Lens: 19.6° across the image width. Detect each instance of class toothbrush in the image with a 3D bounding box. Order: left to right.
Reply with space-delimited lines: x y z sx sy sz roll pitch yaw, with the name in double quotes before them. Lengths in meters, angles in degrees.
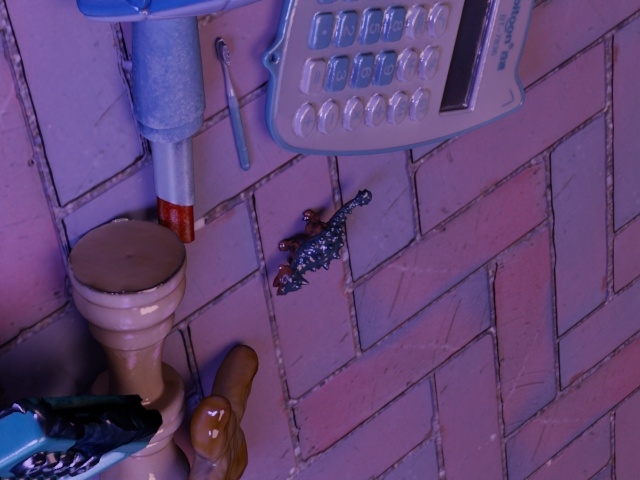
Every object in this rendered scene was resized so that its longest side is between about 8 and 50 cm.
"toothbrush" -0.086 -0.133 1.850 0.011 0.014 0.167 -22 134 -13

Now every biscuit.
"biscuit" -0.106 0.212 1.956 0.208 0.047 0.164 -62 157 -74

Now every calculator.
"calculator" -0.292 0.218 1.708 0.248 0.058 0.274 -31 166 11
"calculator" 0.088 -0.213 1.951 0.386 0.054 0.256 -13 125 -40

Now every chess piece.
"chess piece" -0.185 0.169 1.884 0.117 0.117 0.397 -28 136 -32

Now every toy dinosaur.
"toy dinosaur" 0.000 0.000 2.007 0.154 0.055 0.049 -47 138 -8

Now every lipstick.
"lipstick" -0.143 -0.110 1.765 0.068 0.061 0.274 -28 134 -32

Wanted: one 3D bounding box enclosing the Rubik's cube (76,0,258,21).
"Rubik's cube" -0.074 -0.304 1.577 0.254 0.254 0.254 -27 134 -32
